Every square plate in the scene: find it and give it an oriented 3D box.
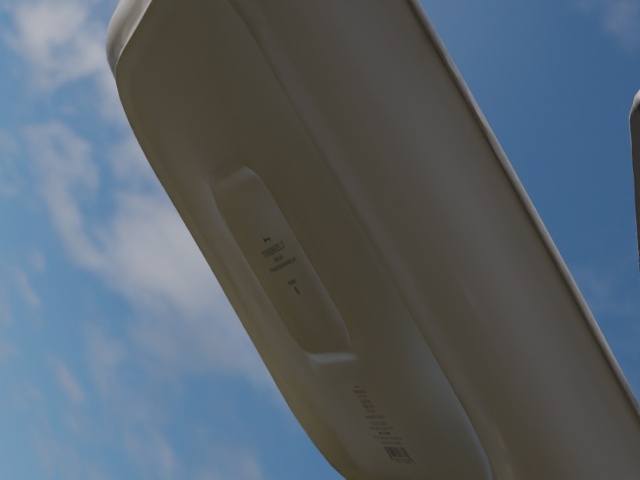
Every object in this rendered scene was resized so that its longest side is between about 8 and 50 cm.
[{"bbox_3d":[0.000,0.000,0.613,0.344,0.049,0.347,61,-17,-3],"label":"square plate"}]

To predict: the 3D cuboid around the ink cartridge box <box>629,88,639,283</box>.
[{"bbox_3d":[0.185,0.032,0.542,0.065,0.186,0.311,8,-50,25],"label":"ink cartridge box"}]
